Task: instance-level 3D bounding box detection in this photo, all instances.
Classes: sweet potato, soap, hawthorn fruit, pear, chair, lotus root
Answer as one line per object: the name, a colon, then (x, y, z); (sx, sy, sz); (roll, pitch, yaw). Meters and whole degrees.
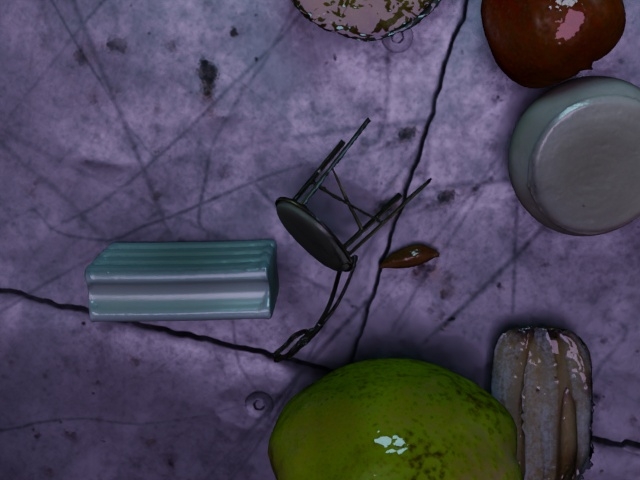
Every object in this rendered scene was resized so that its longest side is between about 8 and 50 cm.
sweet potato: (0.136, 0.026, 1.489); (0.095, 0.034, 0.034); (-14, 103, 2)
soap: (-0.201, 0.060, 1.448); (0.265, 0.160, 0.087); (-1, 105, 2)
hawthorn fruit: (0.302, -0.323, 1.320); (0.196, 0.196, 0.225); (-32, 87, 10)
pear: (0.119, 0.351, 1.413); (0.391, 0.391, 0.391); (1, 104, 2)
chair: (0.000, 0.000, 1.365); (0.170, 0.160, 0.325); (44, 74, -6)
lotus root: (0.356, 0.283, 1.527); (0.167, 0.078, 0.329); (8, 108, 25)

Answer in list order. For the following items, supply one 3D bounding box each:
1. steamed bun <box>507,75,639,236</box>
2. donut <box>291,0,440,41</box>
steamed bun: (0.377, -0.127, 1.382); (0.232, 0.145, 0.232); (-3, 115, -6)
donut: (0.066, -0.418, 1.349); (0.272, 0.107, 0.272); (0, 102, -2)
